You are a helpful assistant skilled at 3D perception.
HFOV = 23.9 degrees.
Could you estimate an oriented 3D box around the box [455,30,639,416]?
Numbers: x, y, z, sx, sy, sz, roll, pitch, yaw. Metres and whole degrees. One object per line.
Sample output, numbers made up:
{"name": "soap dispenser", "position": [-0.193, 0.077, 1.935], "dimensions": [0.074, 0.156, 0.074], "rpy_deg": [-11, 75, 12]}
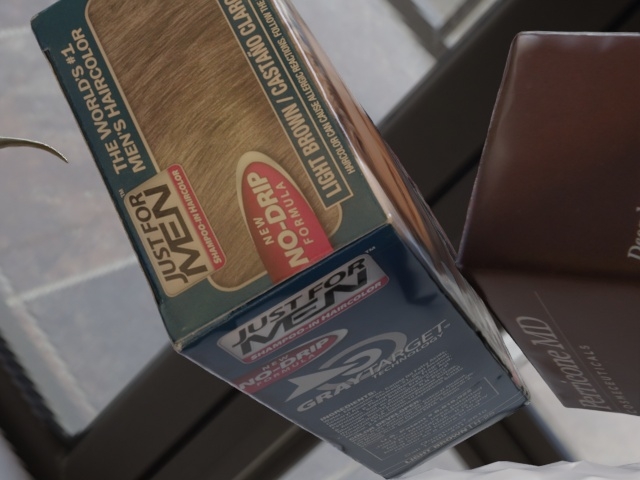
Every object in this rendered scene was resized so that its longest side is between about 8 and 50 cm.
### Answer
{"name": "box", "position": [0.276, 0.009, 0.690], "dimensions": [0.191, 0.381, 0.143], "rpy_deg": [47, 56, -53]}

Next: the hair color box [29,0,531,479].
{"name": "hair color box", "position": [0.000, 0.000, 0.768], "dimensions": [0.174, 0.105, 0.347], "rpy_deg": [62, 7, 23]}

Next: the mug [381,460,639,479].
{"name": "mug", "position": [0.099, 0.218, 0.366], "dimensions": [0.328, 0.374, 0.276], "rpy_deg": [16, 51, 3]}

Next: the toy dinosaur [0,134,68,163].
{"name": "toy dinosaur", "position": [-0.295, -0.079, 1.241], "dimensions": [0.183, 0.092, 0.053], "rpy_deg": [-16, 75, -24]}
